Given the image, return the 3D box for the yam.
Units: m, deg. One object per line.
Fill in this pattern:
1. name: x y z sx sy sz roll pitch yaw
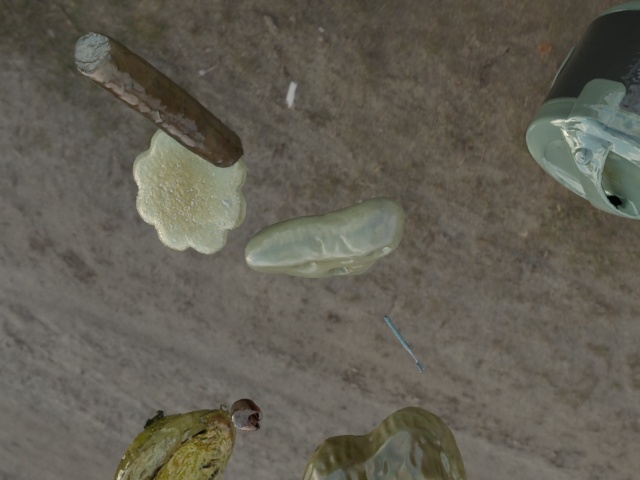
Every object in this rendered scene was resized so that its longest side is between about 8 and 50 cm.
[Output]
1. yam: -0.161 -0.139 0.823 0.056 0.057 0.241 -10 158 27

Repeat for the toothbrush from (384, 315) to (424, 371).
1. toothbrush: 0.196 0.243 1.830 0.011 0.014 0.167 -23 109 39

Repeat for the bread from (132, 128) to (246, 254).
1. bread: -0.304 -0.116 1.779 0.316 0.054 0.316 6 105 22

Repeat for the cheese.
1. cheese: 0.000 0.000 1.760 0.328 0.130 0.351 -3 166 -15

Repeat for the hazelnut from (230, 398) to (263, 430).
1. hazelnut: -0.179 0.425 1.898 0.086 0.086 0.086 10 128 14

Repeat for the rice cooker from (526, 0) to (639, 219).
1. rice cooker: 0.474 -0.180 1.170 0.288 0.277 0.288 31 173 4

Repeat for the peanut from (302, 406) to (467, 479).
1. peanut: 0.076 0.319 0.979 0.233 0.110 0.197 -15 103 -12

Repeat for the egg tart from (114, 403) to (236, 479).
1. egg tart: -0.274 0.401 1.416 0.107 0.290 0.291 30 134 28
